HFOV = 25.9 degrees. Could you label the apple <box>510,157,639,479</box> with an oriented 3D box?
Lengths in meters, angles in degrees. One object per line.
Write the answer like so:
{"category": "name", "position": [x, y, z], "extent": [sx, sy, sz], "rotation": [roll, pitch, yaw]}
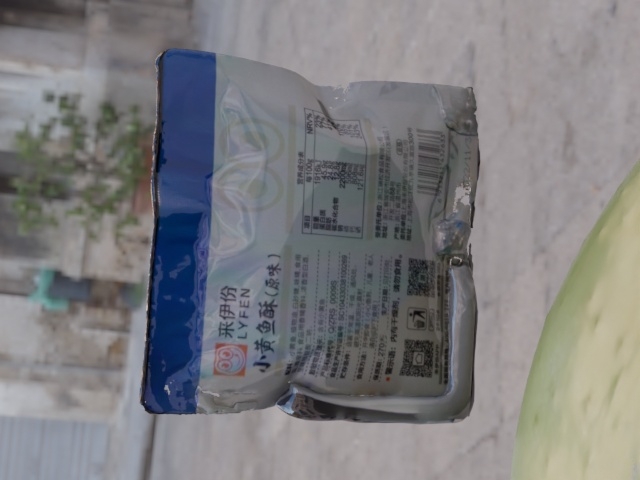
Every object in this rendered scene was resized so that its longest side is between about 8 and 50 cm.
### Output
{"category": "apple", "position": [0.251, 0.089, 0.508], "extent": [0.357, 0.357, 0.357], "rotation": [-174, 90, -80]}

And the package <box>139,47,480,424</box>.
{"category": "package", "position": [0.000, 0.000, 0.662], "extent": [0.027, 0.173, 0.171], "rotation": [172, 103, -68]}
